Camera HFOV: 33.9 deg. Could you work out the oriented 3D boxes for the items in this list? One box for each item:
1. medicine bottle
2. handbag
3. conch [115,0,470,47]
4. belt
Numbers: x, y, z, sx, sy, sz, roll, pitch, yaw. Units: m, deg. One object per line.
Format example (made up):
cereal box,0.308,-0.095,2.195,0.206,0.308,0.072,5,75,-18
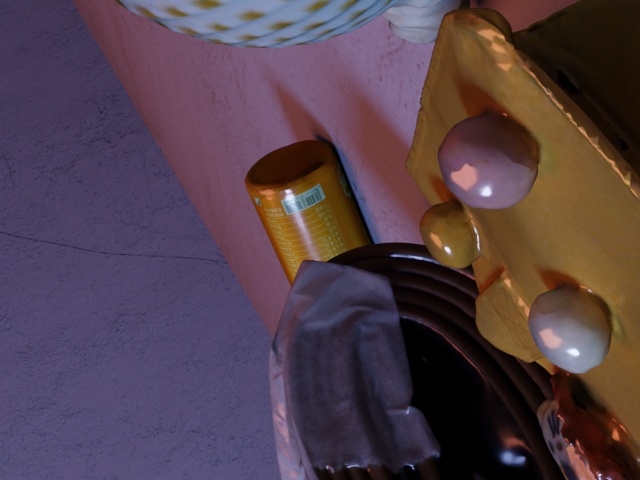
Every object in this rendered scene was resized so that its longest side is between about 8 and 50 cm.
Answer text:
medicine bottle,0.000,0.000,1.081,0.096,0.096,0.191,42,158,60
handbag,0.174,0.087,0.460,0.400,0.133,0.283,60,174,7
conch,-0.045,-0.207,0.476,0.319,0.215,0.302,77,171,-54
belt,0.089,0.156,0.744,0.338,0.217,0.122,59,169,28
